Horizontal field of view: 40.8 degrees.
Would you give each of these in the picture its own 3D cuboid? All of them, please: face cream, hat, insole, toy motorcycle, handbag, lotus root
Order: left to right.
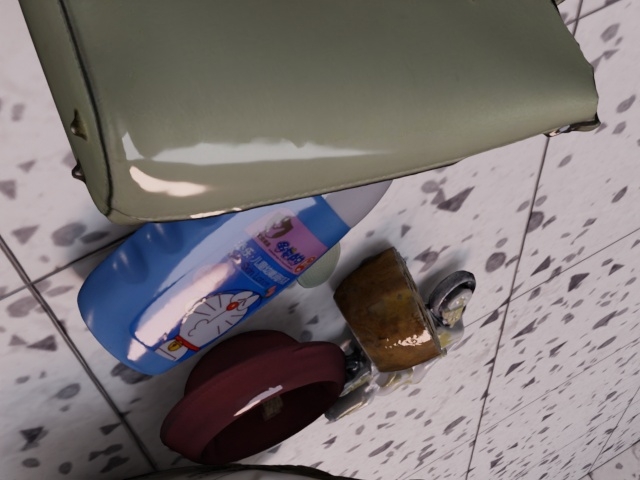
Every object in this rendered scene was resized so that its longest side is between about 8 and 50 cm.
[{"bbox_3d":[-0.068,0.143,0.839,0.205,0.089,0.205,-25,154,-13],"label":"hat"},{"bbox_3d":[-0.051,-0.007,0.649,0.264,0.083,0.149,-38,153,5],"label":"face cream"},{"bbox_3d":[0.000,0.000,0.788,0.053,0.002,0.152,-21,147,-22],"label":"insole"},{"bbox_3d":[0.019,-0.143,0.395,0.315,0.241,0.109,-19,172,-16],"label":"handbag"},{"bbox_3d":[0.071,0.077,0.858,0.081,0.112,0.122,-30,151,4],"label":"lotus root"},{"bbox_3d":[0.091,0.125,0.987,0.229,0.074,0.151,-37,150,-8],"label":"toy motorcycle"}]

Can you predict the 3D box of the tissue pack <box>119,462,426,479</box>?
[{"bbox_3d":[-0.115,0.316,0.866,0.376,0.195,0.390,-17,176,-29],"label":"tissue pack"}]
